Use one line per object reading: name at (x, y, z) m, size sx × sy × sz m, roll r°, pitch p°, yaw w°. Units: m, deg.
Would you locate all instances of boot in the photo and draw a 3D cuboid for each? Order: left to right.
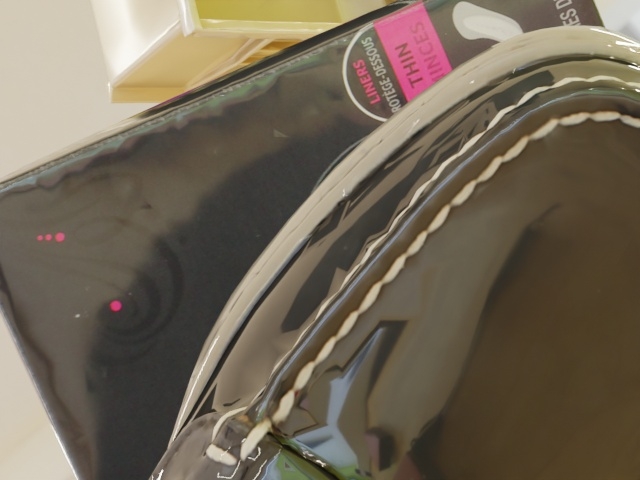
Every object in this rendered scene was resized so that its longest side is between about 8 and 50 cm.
boot at (-0.006, 0.141, 0.355) m, size 0.377 × 0.138 × 0.284 m, roll -53°, pitch 10°, yaw 10°

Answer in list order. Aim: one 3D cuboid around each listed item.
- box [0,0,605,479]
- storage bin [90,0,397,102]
box at (0.000, 0.000, 0.742) m, size 0.270 × 0.165 × 0.143 m, roll -25°, pitch 7°, yaw -6°
storage bin at (-0.039, -0.235, 1.168) m, size 0.260 × 0.262 × 0.123 m, roll -4°, pitch -17°, yaw -38°
